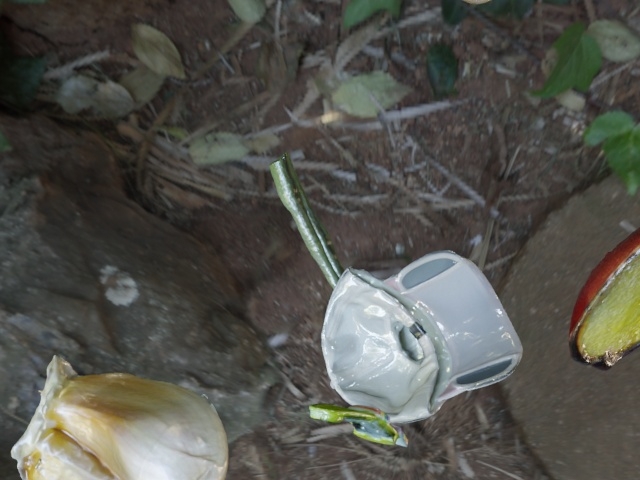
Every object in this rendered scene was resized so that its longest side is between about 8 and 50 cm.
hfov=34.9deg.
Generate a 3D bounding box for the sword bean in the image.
[{"bbox_3d":[0.000,0.001,1.437,0.043,0.038,0.269,-34,106,-15],"label":"sword bean"}]

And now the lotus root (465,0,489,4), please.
[{"bbox_3d":[0.226,-0.431,1.476,0.260,0.074,0.170,-1,115,-32],"label":"lotus root"}]

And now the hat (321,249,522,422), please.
[{"bbox_3d":[0.135,0.131,1.355,0.226,0.164,0.219,-9,63,-35],"label":"hat"}]

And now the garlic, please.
[{"bbox_3d":[-0.281,0.325,1.474,0.313,0.249,0.286,25,73,17],"label":"garlic"}]

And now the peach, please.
[{"bbox_3d":[0.341,0.035,1.110,0.189,0.279,0.068,-22,53,-29],"label":"peach"}]

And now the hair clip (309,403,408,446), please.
[{"bbox_3d":[0.039,0.195,1.114,0.060,0.188,0.033,8,75,29],"label":"hair clip"}]
